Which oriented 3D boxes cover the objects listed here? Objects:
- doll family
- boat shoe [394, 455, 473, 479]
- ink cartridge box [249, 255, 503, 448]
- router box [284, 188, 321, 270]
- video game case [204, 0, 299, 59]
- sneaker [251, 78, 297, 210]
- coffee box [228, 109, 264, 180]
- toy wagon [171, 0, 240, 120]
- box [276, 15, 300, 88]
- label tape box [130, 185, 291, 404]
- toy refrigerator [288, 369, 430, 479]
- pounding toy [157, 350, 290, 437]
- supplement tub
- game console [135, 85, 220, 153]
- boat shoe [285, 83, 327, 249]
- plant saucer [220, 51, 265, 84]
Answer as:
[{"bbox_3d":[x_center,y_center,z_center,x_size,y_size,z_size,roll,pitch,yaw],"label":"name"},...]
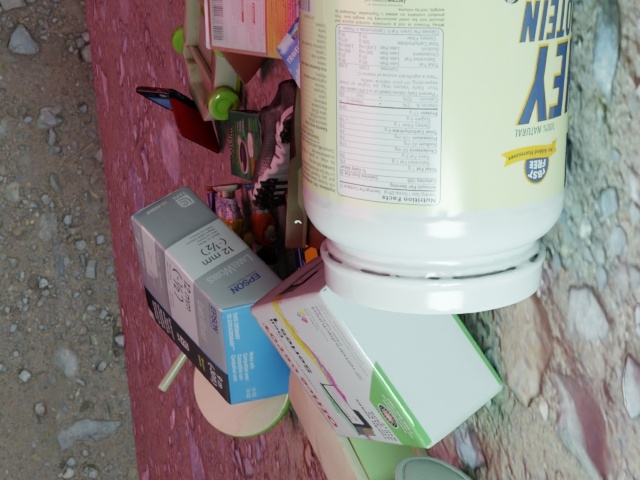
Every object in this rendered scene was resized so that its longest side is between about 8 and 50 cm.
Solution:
[{"bbox_3d":[-0.156,-0.011,1.987,0.263,0.118,0.163,-174,78,-70],"label":"doll family"},{"bbox_3d":[0.154,0.351,1.238,0.302,0.114,0.091,-121,36,-51],"label":"boat shoe"},{"bbox_3d":[0.052,0.116,1.332,0.201,0.117,0.278,55,161,-5],"label":"ink cartridge box"},{"bbox_3d":[0.000,0.000,1.655,0.133,0.046,0.179,145,117,-68],"label":"router box"},{"bbox_3d":[-0.043,-0.329,1.495,0.285,0.025,0.204,15,114,39],"label":"video game case"},{"bbox_3d":[-0.055,-0.142,1.725,0.234,0.078,0.106,113,148,-49],"label":"sneaker"},{"bbox_3d":[-0.104,-0.153,1.908,0.184,0.040,0.113,-161,66,-69],"label":"coffee box"},{"bbox_3d":[-0.189,-0.379,2.031,0.267,0.068,0.344,-121,31,-48],"label":"toy wagon"},{"bbox_3d":[0.025,-0.196,1.418,0.109,0.042,0.178,-49,63,42],"label":"box"},{"bbox_3d":[-0.139,0.119,1.802,0.347,0.115,0.249,45,153,31],"label":"label tape box"},{"bbox_3d":[0.050,0.244,1.515,0.269,0.102,0.094,-121,30,-50],"label":"toy refrigerator"},{"bbox_3d":[-0.129,0.225,1.991,0.237,0.110,0.183,26,94,27],"label":"pounding toy"},{"bbox_3d":[0.099,-0.120,1.040,0.235,0.235,0.324,-143,49,-64],"label":"supplement tub"},{"bbox_3d":[-0.259,-0.219,2.163,0.144,0.124,0.085,25,-105,-62],"label":"game console"},{"bbox_3d":[0.013,-0.112,1.501,0.110,0.104,0.307,95,177,-56],"label":"boat shoe"},{"bbox_3d":[-0.135,-0.390,1.784,0.258,0.048,0.259,43,-142,-81],"label":"plant saucer"}]
